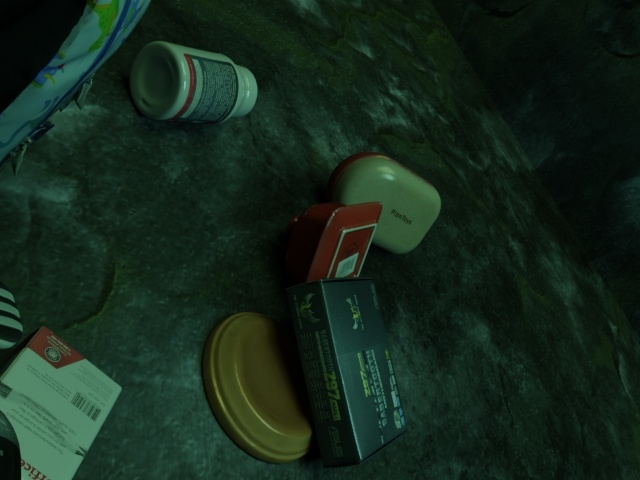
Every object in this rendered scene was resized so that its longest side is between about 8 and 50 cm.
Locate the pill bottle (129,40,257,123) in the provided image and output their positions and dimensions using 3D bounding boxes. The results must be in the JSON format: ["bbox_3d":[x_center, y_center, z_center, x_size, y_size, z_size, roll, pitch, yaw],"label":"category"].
[{"bbox_3d":[-0.178,-0.226,1.021,0.180,0.108,0.108,-9,69,-57],"label":"pill bottle"}]

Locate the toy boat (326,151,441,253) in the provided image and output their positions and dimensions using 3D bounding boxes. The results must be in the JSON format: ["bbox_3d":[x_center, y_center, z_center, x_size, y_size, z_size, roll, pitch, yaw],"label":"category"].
[{"bbox_3d":[0.101,-0.082,1.282,0.231,0.151,0.151,26,12,-42],"label":"toy boat"}]

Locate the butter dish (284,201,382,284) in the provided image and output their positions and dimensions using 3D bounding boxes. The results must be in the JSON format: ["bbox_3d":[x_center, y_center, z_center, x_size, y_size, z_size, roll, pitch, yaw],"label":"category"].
[{"bbox_3d":[0.000,0.000,1.056,0.118,0.160,0.160,28,22,26],"label":"butter dish"}]

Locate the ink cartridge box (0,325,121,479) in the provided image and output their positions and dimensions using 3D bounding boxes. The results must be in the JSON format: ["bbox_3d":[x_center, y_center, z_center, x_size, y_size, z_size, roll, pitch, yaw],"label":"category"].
[{"bbox_3d":[-0.252,0.159,0.609,0.099,0.056,0.135,45,32,-18],"label":"ink cartridge box"}]

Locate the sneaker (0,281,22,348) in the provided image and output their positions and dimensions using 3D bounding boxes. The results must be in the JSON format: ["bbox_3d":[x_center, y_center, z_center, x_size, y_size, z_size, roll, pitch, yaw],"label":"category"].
[{"bbox_3d":[-0.334,0.060,0.499,0.086,0.132,0.229,65,3,27],"label":"sneaker"}]

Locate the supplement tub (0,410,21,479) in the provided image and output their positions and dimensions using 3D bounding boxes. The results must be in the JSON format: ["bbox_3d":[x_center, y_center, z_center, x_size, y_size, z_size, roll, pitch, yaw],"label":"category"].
[{"bbox_3d":[-0.274,0.215,0.395,0.193,0.193,0.316,19,47,-46],"label":"supplement tub"}]

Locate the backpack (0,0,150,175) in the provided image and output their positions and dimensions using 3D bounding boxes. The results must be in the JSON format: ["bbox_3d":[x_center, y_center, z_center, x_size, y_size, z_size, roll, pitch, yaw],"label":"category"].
[{"bbox_3d":[-0.307,-0.211,0.587,0.290,0.355,0.273,53,30,-5],"label":"backpack"}]

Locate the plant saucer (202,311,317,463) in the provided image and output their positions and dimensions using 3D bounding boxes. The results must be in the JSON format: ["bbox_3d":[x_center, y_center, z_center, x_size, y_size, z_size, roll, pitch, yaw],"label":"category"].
[{"bbox_3d":[-0.061,0.178,0.881,0.200,0.037,0.200,35,37,-31],"label":"plant saucer"}]

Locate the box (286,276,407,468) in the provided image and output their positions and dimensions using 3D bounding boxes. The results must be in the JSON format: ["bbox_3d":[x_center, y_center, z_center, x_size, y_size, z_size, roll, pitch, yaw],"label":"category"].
[{"bbox_3d":[0.041,0.167,0.937,0.183,0.059,0.233,5,71,-64],"label":"box"}]
